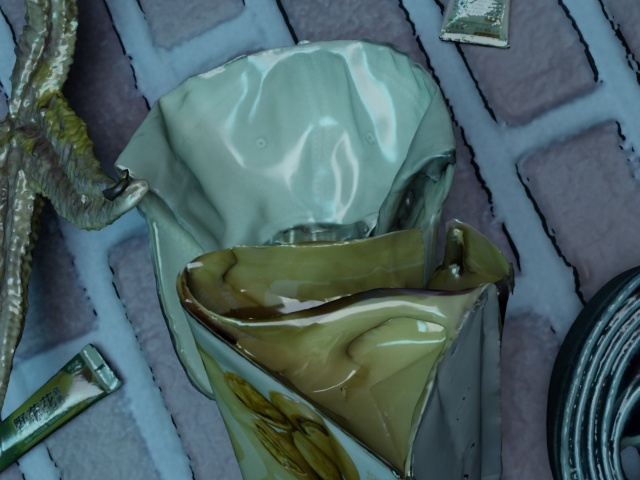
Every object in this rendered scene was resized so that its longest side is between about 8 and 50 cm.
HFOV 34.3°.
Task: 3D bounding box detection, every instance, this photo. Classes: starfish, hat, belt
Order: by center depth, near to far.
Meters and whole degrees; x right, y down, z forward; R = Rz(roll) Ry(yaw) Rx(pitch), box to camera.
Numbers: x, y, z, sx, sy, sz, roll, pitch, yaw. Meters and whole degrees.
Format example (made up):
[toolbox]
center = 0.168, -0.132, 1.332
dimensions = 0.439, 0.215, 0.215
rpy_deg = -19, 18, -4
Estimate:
[belt]
center = 0.277, 0.139, 0.787
dimensions = 0.206, 0.116, 0.267
rpy_deg = 22, 88, 5
[hat]
center = -0.002, -0.002, 0.846
dimensions = 0.258, 0.168, 0.301
rpy_deg = -1, 111, 16
[starfish]
center = -0.272, -0.071, 0.853
dimensions = 0.398, 0.132, 0.384
rpy_deg = -43, 49, 15

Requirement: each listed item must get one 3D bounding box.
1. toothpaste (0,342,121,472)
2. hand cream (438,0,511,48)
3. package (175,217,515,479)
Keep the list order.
[toothpaste]
center = -0.267, 0.171, 0.919
dimensions = 0.204, 0.031, 0.049
rpy_deg = -39, 81, 2
[hand cream]
center = 0.143, -0.237, 0.881
dimensions = 0.061, 0.039, 0.143
rpy_deg = 10, 97, 4
[package]
center = 0.045, 0.128, 0.738
dimensions = 0.221, 0.311, 0.165
rpy_deg = 33, 61, 32
